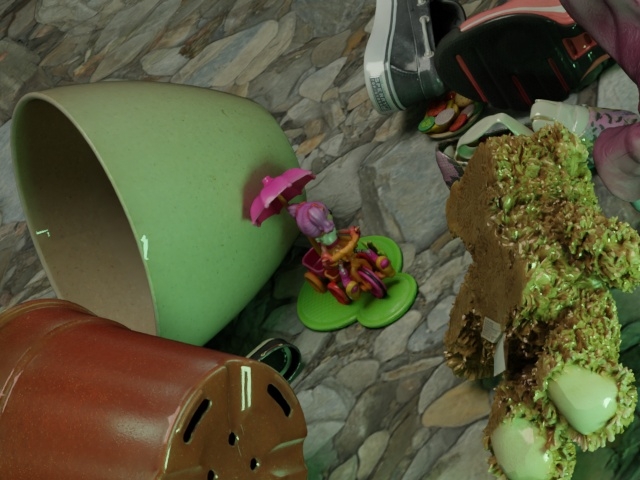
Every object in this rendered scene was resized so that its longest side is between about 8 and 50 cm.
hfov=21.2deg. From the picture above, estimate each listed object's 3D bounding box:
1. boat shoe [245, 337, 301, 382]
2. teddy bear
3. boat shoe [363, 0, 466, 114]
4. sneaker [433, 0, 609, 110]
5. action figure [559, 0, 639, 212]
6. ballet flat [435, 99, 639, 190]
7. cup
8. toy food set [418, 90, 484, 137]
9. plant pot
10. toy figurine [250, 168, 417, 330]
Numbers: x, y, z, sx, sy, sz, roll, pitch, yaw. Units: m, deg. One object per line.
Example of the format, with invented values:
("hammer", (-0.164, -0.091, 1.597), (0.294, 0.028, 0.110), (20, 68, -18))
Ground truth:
("boat shoe", (-0.073, 0.151, 1.729), (0.133, 0.049, 0.042), (-46, 23, -19))
("teddy bear", (0.198, 0.059, 1.473), (0.338, 0.113, 0.245), (-108, 36, -54))
("boat shoe", (0.122, -0.259, 1.999), (0.102, 0.108, 0.301), (-11, 34, 19))
("sneaker", (0.274, -0.237, 1.831), (0.314, 0.116, 0.136), (-19, 26, 18))
("action figure", (0.333, -0.158, 1.482), (0.248, 0.276, 0.370), (-24, 35, 21))
("ballet flat", (0.210, -0.100, 1.724), (0.221, 0.079, 0.077), (-15, 38, 34))
("cup", (-0.157, -0.040, 1.857), (0.237, 0.331, 0.331), (-24, 24, -26))
("toy food set", (0.148, -0.145, 1.904), (0.083, 0.020, 0.082), (-18, 37, 31))
("plant pot", (-0.172, 0.197, 1.595), (0.265, 0.272, 0.272), (3, 50, 38))
("toy figurine", (0.000, 0.000, 1.740), (0.130, 0.159, 0.173), (-46, 32, -11))
